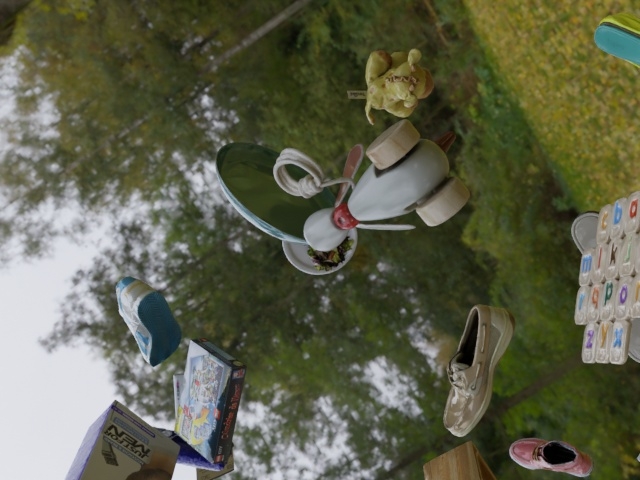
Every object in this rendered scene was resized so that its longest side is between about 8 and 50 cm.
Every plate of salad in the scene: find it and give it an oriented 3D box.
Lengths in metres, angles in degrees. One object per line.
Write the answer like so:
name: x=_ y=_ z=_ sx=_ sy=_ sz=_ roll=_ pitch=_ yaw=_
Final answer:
plate of salad: x=0.000 y=0.000 z=2.075 sx=0.200 sy=0.199 sz=0.048 roll=53 pitch=-174 yaw=-20

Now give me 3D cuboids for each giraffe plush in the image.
giraffe plush: x=0.196 y=-0.382 z=1.914 sx=0.170 sy=0.210 sz=0.182 roll=-4 pitch=110 yaw=54

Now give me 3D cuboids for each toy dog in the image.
toy dog: x=0.105 y=-0.095 z=1.297 sx=0.161 sy=0.333 sz=0.220 roll=-44 pitch=-60 yaw=-39

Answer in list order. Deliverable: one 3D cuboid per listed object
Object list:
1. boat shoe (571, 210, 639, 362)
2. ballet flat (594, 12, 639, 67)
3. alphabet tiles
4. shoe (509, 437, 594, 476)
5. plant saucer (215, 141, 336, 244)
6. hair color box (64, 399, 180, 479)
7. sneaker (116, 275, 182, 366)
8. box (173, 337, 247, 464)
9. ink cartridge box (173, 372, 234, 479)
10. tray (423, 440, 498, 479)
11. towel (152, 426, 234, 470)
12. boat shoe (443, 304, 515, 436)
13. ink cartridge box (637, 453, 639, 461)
boat shoe: x=0.634 y=0.090 z=1.672 sx=0.095 sy=0.112 sz=0.335 roll=-6 pitch=-108 yaw=-63
ballet flat: x=0.516 y=-0.275 z=1.179 sx=0.231 sy=0.077 sz=0.077 roll=46 pitch=154 yaw=33
alphabet tiles: x=0.489 y=0.067 z=1.316 sx=0.284 sy=0.021 sz=0.278 roll=109 pitch=171 yaw=-81
shoe: x=0.447 y=0.423 z=1.583 sx=0.081 sy=0.177 sz=0.064 roll=38 pitch=-116 yaw=-41
plant saucer: x=-0.090 y=-0.094 z=1.700 sx=0.317 sy=0.044 sz=0.318 roll=27 pitch=-150 yaw=-17
hair color box: x=-0.400 y=0.484 z=1.566 sx=0.185 sy=0.110 sz=0.339 roll=40 pitch=-163 yaw=-14
sneaker: x=-0.341 y=0.160 z=1.575 sx=0.092 sy=0.087 sz=0.229 roll=33 pitch=145 yaw=30
box: x=-0.249 y=0.357 z=1.774 sx=0.044 sy=0.233 sz=0.159 roll=-1 pitch=-161 yaw=-46
ink cartridge box: x=-0.359 y=0.572 z=2.472 sx=0.324 sy=0.071 sz=0.330 roll=30 pitch=-124 yaw=-74
tray: x=0.190 y=0.397 z=0.765 sx=0.203 sy=0.076 sz=0.411 roll=56 pitch=-168 yaw=-14
towel: x=-0.390 y=0.552 z=2.091 sx=0.227 sy=0.308 sz=0.076 roll=85 pitch=-165 yaw=-85
boat shoe: x=0.319 y=0.279 z=1.716 sx=0.098 sy=0.303 sz=0.109 roll=14 pitch=-165 yaw=-22
ink cartridge box: x=0.851 y=0.536 z=1.792 sx=0.208 sy=0.087 sz=0.153 roll=27 pitch=-170 yaw=-12
